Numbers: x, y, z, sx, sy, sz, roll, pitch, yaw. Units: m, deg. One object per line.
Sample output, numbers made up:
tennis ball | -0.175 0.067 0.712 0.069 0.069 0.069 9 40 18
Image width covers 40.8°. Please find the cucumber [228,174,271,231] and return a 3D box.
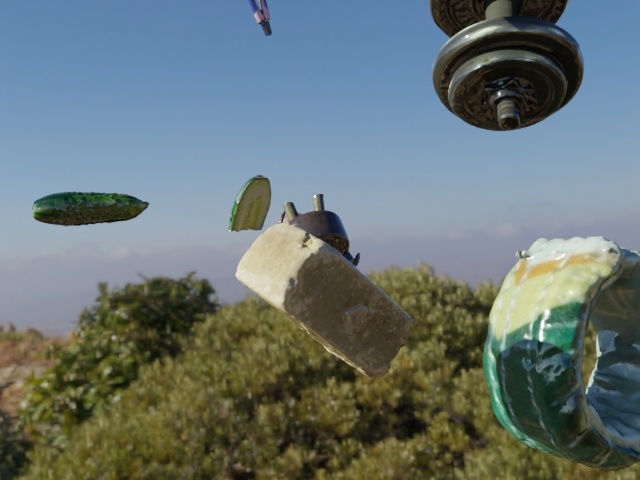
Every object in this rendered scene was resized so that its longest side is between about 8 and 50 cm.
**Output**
cucumber | -0.116 -0.066 1.418 0.067 0.108 0.035 -4 39 -35

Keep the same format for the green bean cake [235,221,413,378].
green bean cake | 0.007 0.064 0.922 0.179 0.085 0.109 42 -9 -32

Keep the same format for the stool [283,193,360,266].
stool | 0.000 0.000 1.664 0.125 0.121 0.217 -32 -36 19

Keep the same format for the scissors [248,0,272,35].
scissors | -0.119 -0.454 1.674 0.039 0.113 0.012 -23 10 -28

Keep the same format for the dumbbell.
dumbbell | 0.235 -0.265 1.106 0.192 0.290 0.192 3 -30 1

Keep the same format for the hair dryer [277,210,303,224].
hair dryer | -0.059 0.026 2.039 0.117 0.182 0.064 19 -13 -8

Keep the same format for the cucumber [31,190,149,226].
cucumber | -0.454 -0.065 1.705 0.227 0.069 0.069 -2 -1 -17

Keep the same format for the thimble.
thimble | 0.339 0.136 1.092 0.254 0.288 0.167 -9 2 -27
